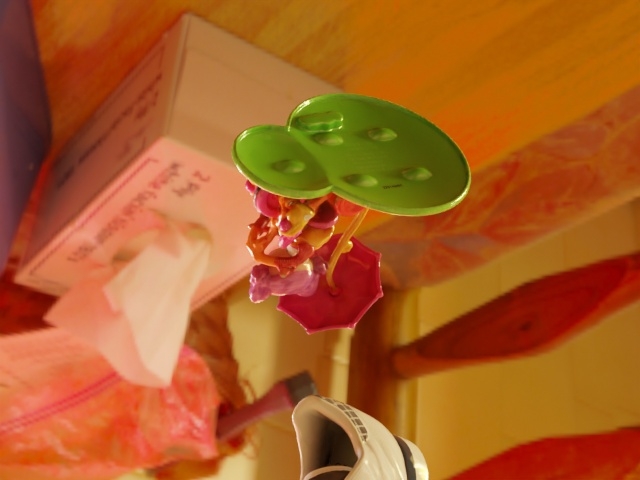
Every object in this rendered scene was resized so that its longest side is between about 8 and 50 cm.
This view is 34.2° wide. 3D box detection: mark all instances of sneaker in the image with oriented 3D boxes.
[{"bbox_3d":[0.023,0.205,0.632,0.090,0.235,0.095,-29,132,17],"label":"sneaker"}]

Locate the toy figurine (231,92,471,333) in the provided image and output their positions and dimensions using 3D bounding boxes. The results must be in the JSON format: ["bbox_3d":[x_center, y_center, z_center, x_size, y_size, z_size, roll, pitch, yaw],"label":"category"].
[{"bbox_3d":[0.000,0.000,0.725,0.173,0.130,0.159,-10,136,-34],"label":"toy figurine"}]
